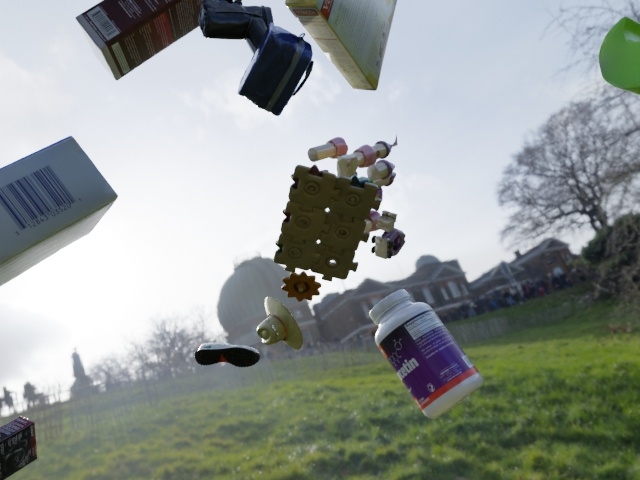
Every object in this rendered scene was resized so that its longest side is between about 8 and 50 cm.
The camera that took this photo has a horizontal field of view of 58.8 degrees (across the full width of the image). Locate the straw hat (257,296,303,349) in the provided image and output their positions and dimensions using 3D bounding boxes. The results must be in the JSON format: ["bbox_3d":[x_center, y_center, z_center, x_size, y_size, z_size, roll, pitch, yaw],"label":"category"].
[{"bbox_3d":[-0.103,0.193,1.225,0.061,0.144,0.144,-31,-14,-27],"label":"straw hat"}]

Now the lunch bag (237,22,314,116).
[{"bbox_3d":[-0.047,-0.201,0.665,0.065,0.067,0.098,25,-61,-19],"label":"lunch bag"}]

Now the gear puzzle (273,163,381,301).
[{"bbox_3d":[0.000,0.000,1.141,0.176,0.044,0.338,14,-53,-3],"label":"gear puzzle"}]

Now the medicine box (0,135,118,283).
[{"bbox_3d":[-0.578,-0.039,1.107,0.263,0.149,0.289,-40,9,-36],"label":"medicine box"}]

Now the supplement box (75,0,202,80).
[{"bbox_3d":[-0.297,-0.400,1.008,0.239,0.073,0.130,-38,-2,-12],"label":"supplement box"}]

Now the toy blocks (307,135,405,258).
[{"bbox_3d":[0.155,-0.143,1.649,0.260,0.309,0.288,-23,-58,-42],"label":"toy blocks"}]

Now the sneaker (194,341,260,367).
[{"bbox_3d":[-0.230,0.277,1.430,0.161,0.057,0.075,0,17,2],"label":"sneaker"}]

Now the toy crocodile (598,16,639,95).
[{"bbox_3d":[0.360,-0.181,0.410,0.115,0.105,0.340,2,-10,-18],"label":"toy crocodile"}]

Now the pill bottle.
[{"bbox_3d":[0.270,0.296,1.521,0.182,0.323,0.181,-29,-24,-14],"label":"pill bottle"}]

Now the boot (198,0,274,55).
[{"bbox_3d":[-0.112,-0.284,0.779,0.099,0.121,0.045,-2,-25,-24],"label":"boot"}]

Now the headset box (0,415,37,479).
[{"bbox_3d":[-0.432,0.289,0.785,0.032,0.062,0.083,11,18,22],"label":"headset box"}]

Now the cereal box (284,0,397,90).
[{"bbox_3d":[0.040,-0.327,0.752,0.047,0.173,0.240,12,-5,24],"label":"cereal box"}]
